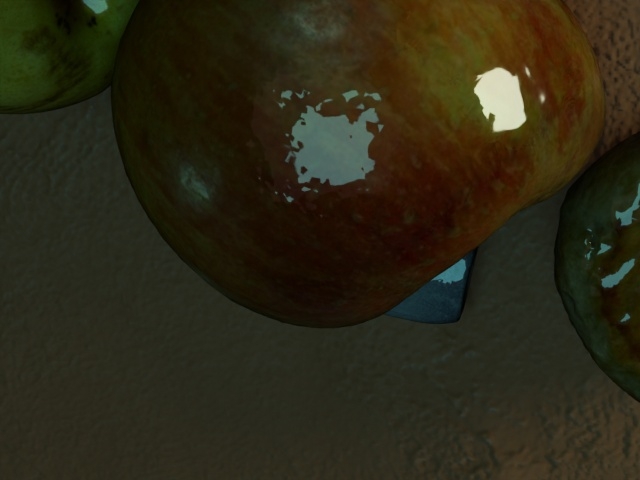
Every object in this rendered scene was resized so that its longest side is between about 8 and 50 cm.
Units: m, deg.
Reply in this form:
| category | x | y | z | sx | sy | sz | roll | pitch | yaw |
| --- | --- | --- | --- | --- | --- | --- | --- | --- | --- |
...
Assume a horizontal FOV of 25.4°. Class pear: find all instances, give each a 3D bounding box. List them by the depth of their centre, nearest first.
| category | x | y | z | sx | sy | sz | roll | pitch | yaw |
| --- | --- | --- | --- | --- | --- | --- | --- | --- | --- |
| pear | -0.211 | -0.191 | 0.984 | 0.209 | 0.209 | 0.208 | 5 | 111 | 13 |

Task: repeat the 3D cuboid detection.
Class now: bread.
| category | x | y | z | sx | sy | sz | roll | pitch | yaw |
| --- | --- | --- | --- | --- | --- | --- | --- | --- | --- |
| bread | 0.275 | 0.014 | 0.973 | 0.230 | 0.123 | 0.230 | 3 | 111 | 8 |

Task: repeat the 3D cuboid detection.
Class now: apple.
| category | x | y | z | sx | sy | sz | roll | pitch | yaw |
| --- | --- | --- | --- | --- | --- | --- | --- | --- | --- |
| apple | 0.012 | -0.096 | 0.913 | 0.302 | 0.301 | 0.301 | 5 | 111 | 13 |

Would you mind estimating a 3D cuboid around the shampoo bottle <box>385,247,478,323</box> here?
| category | x | y | z | sx | sy | sz | roll | pitch | yaw |
| --- | --- | --- | --- | --- | --- | --- | --- | --- | --- |
| shampoo bottle | 0.000 | 0.000 | 1.078 | 0.234 | 0.049 | 0.087 | 15 | 110 | 9 |
